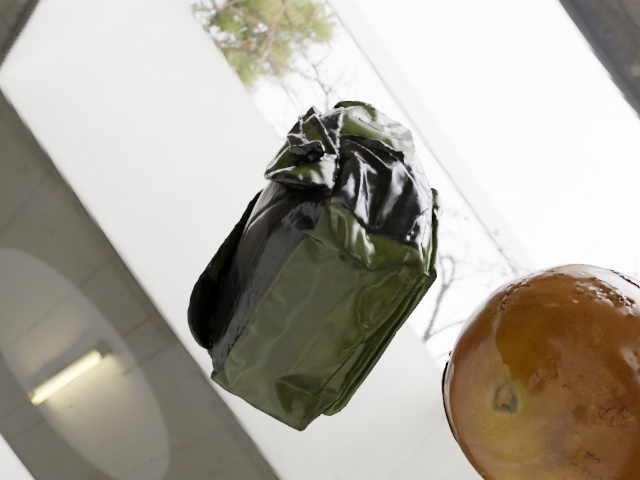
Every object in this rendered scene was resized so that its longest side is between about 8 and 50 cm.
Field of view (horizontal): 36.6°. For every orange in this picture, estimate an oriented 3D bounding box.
[{"bbox_3d":[0.236,0.141,0.909,0.240,0.240,0.240,27,-44,30],"label":"orange"}]

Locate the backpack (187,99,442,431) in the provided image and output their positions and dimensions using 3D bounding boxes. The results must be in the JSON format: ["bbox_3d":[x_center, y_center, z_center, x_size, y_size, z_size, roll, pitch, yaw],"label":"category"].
[{"bbox_3d":[0.000,0.000,0.731,0.140,0.253,0.207,28,-60,-9],"label":"backpack"}]
